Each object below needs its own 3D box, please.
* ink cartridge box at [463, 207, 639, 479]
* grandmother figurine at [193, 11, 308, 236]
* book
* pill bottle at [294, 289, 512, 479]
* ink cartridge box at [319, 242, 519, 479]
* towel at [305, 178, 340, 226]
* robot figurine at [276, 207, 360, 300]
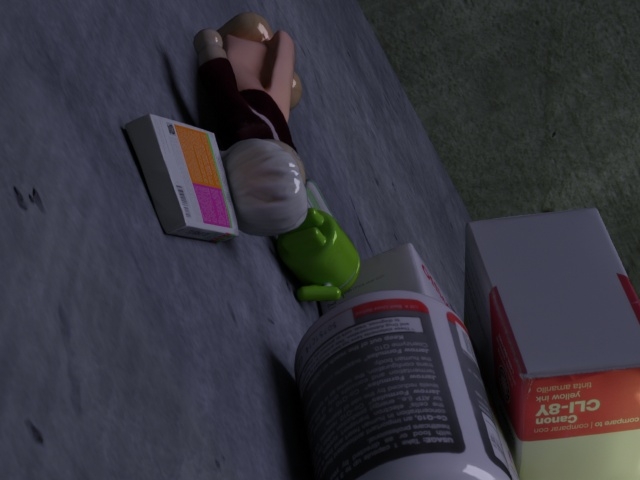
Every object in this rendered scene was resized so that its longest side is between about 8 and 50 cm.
[{"bbox_3d":[0.262,0.201,1.860,0.279,0.160,0.385,-105,-171,-53],"label":"ink cartridge box"},{"bbox_3d":[-0.060,-0.111,1.565,0.208,0.104,0.342,50,14,-26],"label":"grandmother figurine"},{"bbox_3d":[-0.110,-0.049,1.361,0.144,0.035,0.096,15,54,-75],"label":"book"},{"bbox_3d":[0.073,0.190,1.363,0.161,0.161,0.283,56,14,-39],"label":"pill bottle"},{"bbox_3d":[0.106,0.171,1.674,0.201,0.117,0.278,56,14,-41],"label":"ink cartridge box"},{"bbox_3d":[0.000,0.000,1.815,0.113,0.023,0.152,60,14,-13],"label":"towel"},{"bbox_3d":[-0.001,0.014,1.643,0.115,0.067,0.101,51,24,-52],"label":"robot figurine"}]
